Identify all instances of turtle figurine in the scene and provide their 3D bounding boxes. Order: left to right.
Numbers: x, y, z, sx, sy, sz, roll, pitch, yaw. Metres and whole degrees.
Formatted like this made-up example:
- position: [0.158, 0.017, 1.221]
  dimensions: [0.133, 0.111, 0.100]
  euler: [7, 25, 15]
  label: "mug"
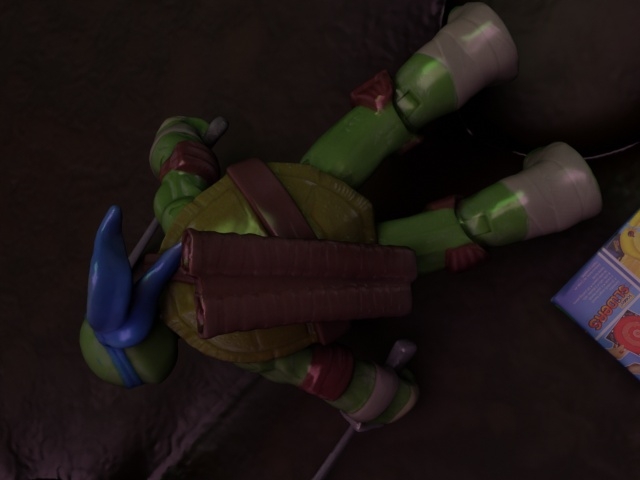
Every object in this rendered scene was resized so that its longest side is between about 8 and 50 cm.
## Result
- position: [0.000, 0.000, 0.519]
  dimensions: [0.266, 0.275, 0.198]
  euler: [-30, 56, -4]
  label: "turtle figurine"

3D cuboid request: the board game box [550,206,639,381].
- position: [0.241, 0.005, 0.472]
  dimensions: [0.136, 0.035, 0.201]
  euler: [45, 102, 14]
  label: "board game box"
